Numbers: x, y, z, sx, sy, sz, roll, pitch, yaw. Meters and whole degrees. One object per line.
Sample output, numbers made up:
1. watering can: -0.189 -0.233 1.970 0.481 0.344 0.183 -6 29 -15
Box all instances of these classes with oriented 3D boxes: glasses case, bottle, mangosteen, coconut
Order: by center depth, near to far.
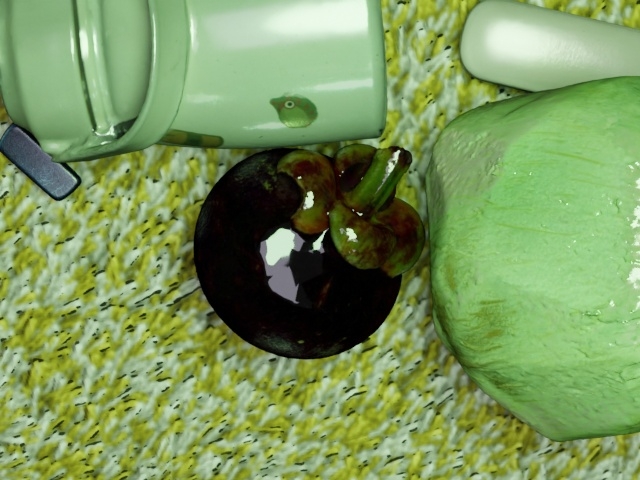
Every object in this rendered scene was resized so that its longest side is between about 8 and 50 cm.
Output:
1. bottle: -0.126 -0.175 1.118 0.352 0.229 0.229 -5 100 -2
2. coconut: 0.221 0.015 1.142 0.281 0.328 0.328 -23 102 -33
3. mangosteen: 0.000 0.000 1.165 0.230 0.194 0.194 -31 102 35
4. glasses case: 0.227 -0.168 1.222 0.204 0.051 0.081 14 98 -5
5. glasses case: -0.259 -0.072 1.231 0.083 0.023 0.033 43 101 -7
